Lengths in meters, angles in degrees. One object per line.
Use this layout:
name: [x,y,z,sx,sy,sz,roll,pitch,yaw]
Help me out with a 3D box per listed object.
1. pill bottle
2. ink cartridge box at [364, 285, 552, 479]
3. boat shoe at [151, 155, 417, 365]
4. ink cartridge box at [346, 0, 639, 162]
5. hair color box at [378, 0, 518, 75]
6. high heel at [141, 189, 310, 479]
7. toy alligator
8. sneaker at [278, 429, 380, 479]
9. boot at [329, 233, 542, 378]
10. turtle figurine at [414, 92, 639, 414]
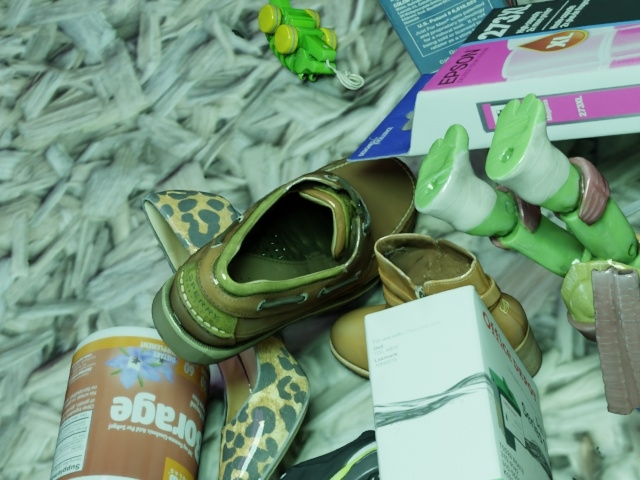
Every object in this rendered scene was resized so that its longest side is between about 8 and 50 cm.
pill bottle: [-0.160,0.189,1.387,0.121,0.121,0.216,-12,52,22]
ink cartridge box: [0.108,0.166,1.221,0.093,0.160,0.219,-18,50,16]
boat shoe: [0.000,0.000,1.370,0.307,0.110,0.104,-39,-5,-44]
ink cartridge box: [0.207,-0.140,1.350,0.371,0.069,0.176,-7,26,32]
hair color box: [0.068,-0.305,1.478,0.105,0.347,0.173,-23,48,13]
high heel: [-0.096,0.084,1.382,0.093,0.186,0.261,-42,24,47]
toy alligator: [-0.015,-0.181,1.641,0.189,0.056,0.051,54,133,43]
sneaker: [-0.017,0.231,1.320,0.235,0.084,0.097,-34,22,2]
boot: [0.070,0.049,1.338,0.197,0.152,0.073,0,57,31]
turtle figurine: [0.224,-0.032,1.243,0.274,0.266,0.198,-57,23,6]
